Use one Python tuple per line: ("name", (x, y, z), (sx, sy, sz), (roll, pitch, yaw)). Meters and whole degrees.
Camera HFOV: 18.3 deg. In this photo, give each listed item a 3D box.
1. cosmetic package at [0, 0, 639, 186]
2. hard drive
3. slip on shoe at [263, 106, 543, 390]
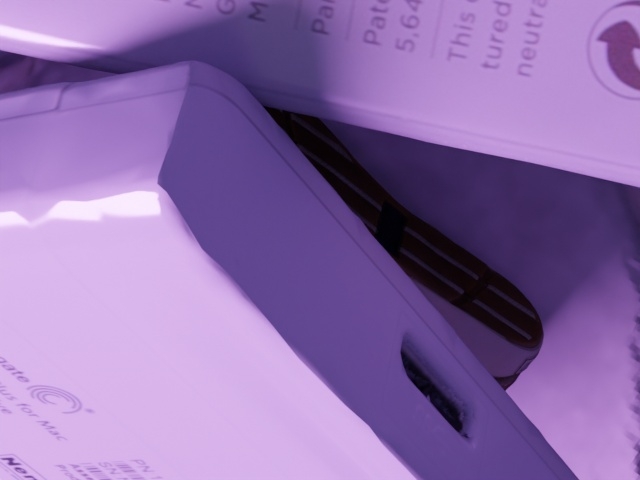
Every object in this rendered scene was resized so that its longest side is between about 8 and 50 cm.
("cosmetic package", (-0.082, -0.138, 0.454), (0.385, 0.217, 0.156), (13, 105, 3))
("hard drive", (-0.106, 0.051, 0.487), (0.308, 0.040, 0.203), (-7, 143, 31))
("slip on shoe", (0.000, 0.000, 0.563), (0.135, 0.051, 0.041), (37, 118, -8))
